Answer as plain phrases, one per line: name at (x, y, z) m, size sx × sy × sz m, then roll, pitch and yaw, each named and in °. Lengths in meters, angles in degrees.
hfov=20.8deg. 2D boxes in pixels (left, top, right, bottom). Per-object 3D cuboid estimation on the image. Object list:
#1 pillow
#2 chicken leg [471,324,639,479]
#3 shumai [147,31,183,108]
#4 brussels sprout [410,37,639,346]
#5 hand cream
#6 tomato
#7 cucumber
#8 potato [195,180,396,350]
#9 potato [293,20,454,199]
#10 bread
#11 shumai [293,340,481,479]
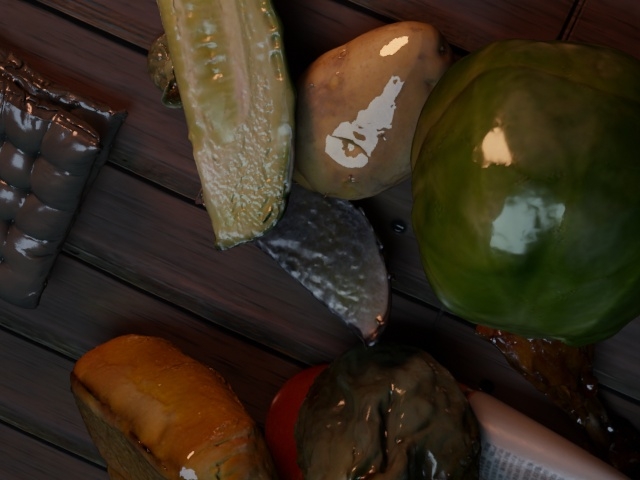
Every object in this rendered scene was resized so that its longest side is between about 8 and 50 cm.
pillow at (-0.383, -0.080, 2.042) m, size 0.228 × 0.101 × 0.326 m, roll 29°, pitch 132°, yaw -2°
chicken leg at (0.282, 0.165, 1.965) m, size 0.113 × 0.093 × 0.304 m, roll 3°, pitch 138°, yaw 47°
shumai at (-0.159, -0.175, 1.887) m, size 0.082 × 0.080 × 0.083 m, roll 18°, pitch 132°, yaw 11°
brussels sprout at (0.229, -0.040, 1.691) m, size 0.281 × 0.289 × 0.355 m, roll -1°, pitch 147°, yaw 4°
hand cream at (0.250, 0.257, 1.994) m, size 0.314 × 0.089 × 0.140 m, roll 30°, pitch 155°, yaw 15°
tomato at (0.027, 0.276, 2.107) m, size 0.200 × 0.139 × 0.233 m, roll -9°, pitch 121°, yaw 30°
cucumber at (-0.092, -0.159, 1.792) m, size 0.145 × 0.105 × 0.325 m, roll -12°, pitch 93°, yaw 7°
potato at (-0.001, -0.001, 1.966) m, size 0.261 × 0.100 × 0.120 m, roll 42°, pitch 92°, yaw 8°
potato at (0.050, -0.125, 1.808) m, size 0.234 × 0.128 × 0.161 m, roll -25°, pitch 116°, yaw 29°
bread at (-0.149, 0.291, 2.127) m, size 0.337 × 0.148 × 0.328 m, roll 31°, pitch 146°, yaw 52°
shumai at (0.056, 0.243, 1.916) m, size 0.222 × 0.203 × 0.272 m, roll -22°, pitch 76°, yaw 18°
